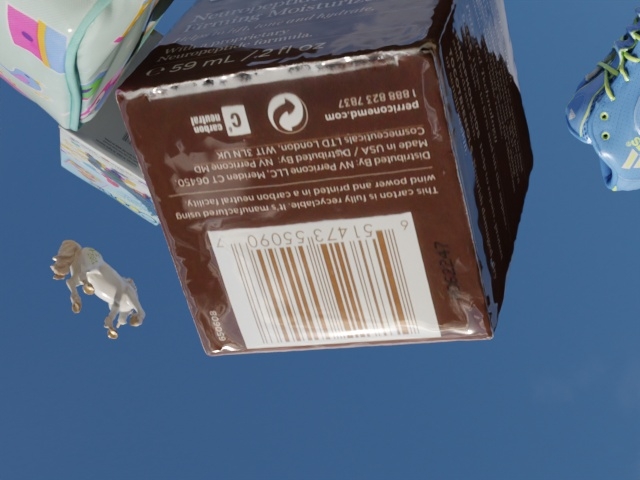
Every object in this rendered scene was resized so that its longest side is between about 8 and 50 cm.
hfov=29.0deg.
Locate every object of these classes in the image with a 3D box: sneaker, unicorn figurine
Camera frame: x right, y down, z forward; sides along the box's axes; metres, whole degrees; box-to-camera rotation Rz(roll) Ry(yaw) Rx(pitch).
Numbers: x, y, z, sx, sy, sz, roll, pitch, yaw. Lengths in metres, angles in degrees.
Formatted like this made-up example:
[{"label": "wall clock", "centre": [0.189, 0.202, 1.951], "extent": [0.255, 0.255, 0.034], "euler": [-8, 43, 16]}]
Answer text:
[{"label": "sneaker", "centre": [0.240, -0.121, 0.885], "extent": [0.126, 0.091, 0.240], "euler": [-14, -52, 1]}, {"label": "unicorn figurine", "centre": [-0.231, 0.058, 1.347], "extent": [0.060, 0.111, 0.162], "euler": [-23, -57, 5]}]

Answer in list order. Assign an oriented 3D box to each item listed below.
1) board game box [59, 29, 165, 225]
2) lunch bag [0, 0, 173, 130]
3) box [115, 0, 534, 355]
[{"label": "board game box", "centre": [-0.195, -0.124, 1.388], "extent": [0.144, 0.275, 0.142], "euler": [33, -100, -8]}, {"label": "lunch bag", "centre": [-0.079, -0.187, 0.575], "extent": [0.108, 0.224, 0.279], "euler": [37, -102, -9]}, {"label": "box", "centre": [0.016, -0.062, 0.693], "extent": [0.203, 0.168, 0.167], "euler": [-66, -35, -55]}]
